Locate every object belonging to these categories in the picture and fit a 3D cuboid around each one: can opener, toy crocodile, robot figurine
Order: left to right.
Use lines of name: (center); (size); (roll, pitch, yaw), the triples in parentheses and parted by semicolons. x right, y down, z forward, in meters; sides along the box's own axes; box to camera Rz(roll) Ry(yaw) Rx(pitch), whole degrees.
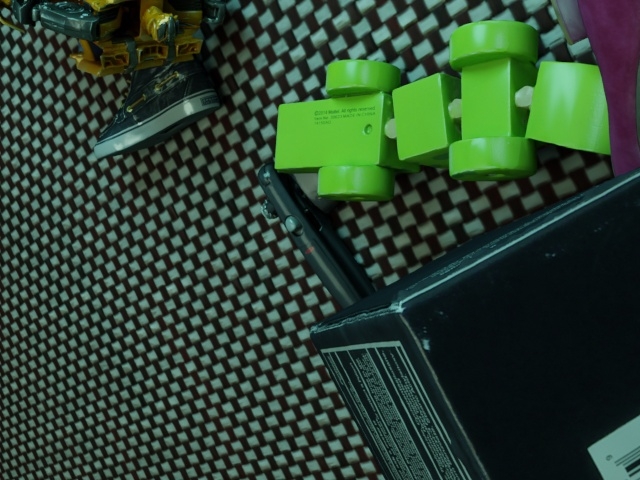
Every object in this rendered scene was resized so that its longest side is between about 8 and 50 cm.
robot figurine: (-0.227, -0.240, 0.870); (0.291, 0.211, 0.085); (36, 131, 36)
can opener: (0.000, 0.000, 0.858); (0.073, 0.059, 0.186); (-31, 85, 41)
toy crocodile: (0.092, -0.094, 0.726); (0.340, 0.105, 0.115); (-5, 82, 42)

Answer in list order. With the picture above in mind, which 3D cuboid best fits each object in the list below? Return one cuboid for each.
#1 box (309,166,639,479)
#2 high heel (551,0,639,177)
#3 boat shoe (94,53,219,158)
box: (0.153, 0.137, 0.565); (0.296, 0.182, 0.294); (62, 167, 2)
high heel: (0.232, -0.080, 0.555); (0.244, 0.082, 0.117); (63, 174, -9)
boat shoe: (-0.187, -0.151, 0.958); (0.183, 0.065, 0.083); (-20, 91, 36)
